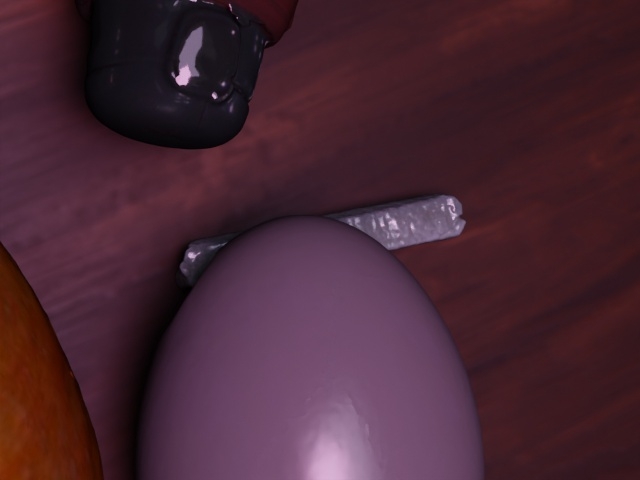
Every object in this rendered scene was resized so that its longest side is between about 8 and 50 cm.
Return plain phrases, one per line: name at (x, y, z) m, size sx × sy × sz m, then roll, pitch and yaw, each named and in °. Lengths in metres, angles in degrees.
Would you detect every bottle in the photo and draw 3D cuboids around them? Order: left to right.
bottle at (-0.052, -0.180, 0.880) m, size 0.143 × 0.156 × 0.271 m, roll 13°, pitch 79°, yaw -27°

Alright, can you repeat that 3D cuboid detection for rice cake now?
rice cake at (0.000, 0.000, 0.959) m, size 0.171 × 0.033 × 0.029 m, roll -12°, pitch 96°, yaw -22°

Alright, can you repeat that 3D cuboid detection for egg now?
egg at (-0.007, 0.103, 0.876) m, size 0.176 × 0.176 × 0.231 m, roll -6°, pitch 92°, yaw -22°

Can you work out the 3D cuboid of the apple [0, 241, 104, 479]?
apple at (-0.285, 0.107, 0.683) m, size 0.400 × 0.333 × 0.400 m, roll 1°, pitch 87°, yaw -20°
